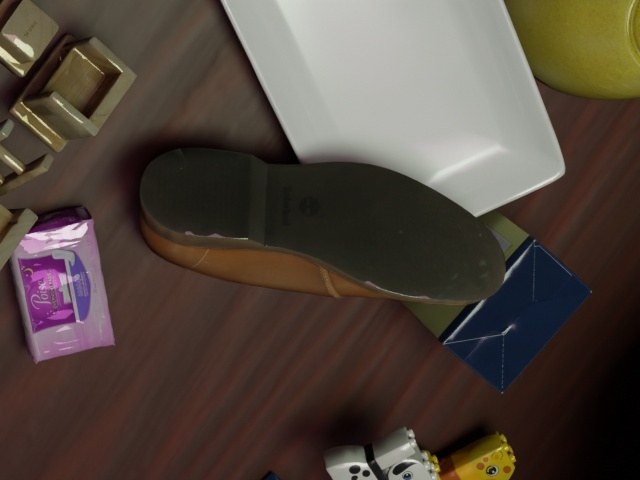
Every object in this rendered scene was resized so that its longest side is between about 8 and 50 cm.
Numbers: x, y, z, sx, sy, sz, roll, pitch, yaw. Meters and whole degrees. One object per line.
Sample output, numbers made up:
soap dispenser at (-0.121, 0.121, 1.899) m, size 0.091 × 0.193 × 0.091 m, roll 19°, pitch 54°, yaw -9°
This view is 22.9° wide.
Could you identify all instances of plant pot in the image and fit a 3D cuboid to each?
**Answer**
plant pot at (0.186, -0.138, 0.920) m, size 0.134 × 0.095 × 0.134 m, roll -6°, pitch 110°, yaw -17°

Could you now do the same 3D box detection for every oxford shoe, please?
oxford shoe at (0.000, 0.000, 0.910) m, size 0.212 × 0.076 × 0.076 m, roll 13°, pitch 61°, yaw -4°

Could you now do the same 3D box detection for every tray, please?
tray at (0.029, -0.124, 0.901) m, size 0.145 × 0.030 × 0.270 m, roll -25°, pitch 115°, yaw 2°

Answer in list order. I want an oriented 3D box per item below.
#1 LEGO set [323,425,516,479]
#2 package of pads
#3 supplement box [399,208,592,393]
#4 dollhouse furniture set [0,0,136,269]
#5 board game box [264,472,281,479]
LEGO set at (0.094, 0.182, 1.007) m, size 0.093 × 0.087 × 0.227 m, roll -28°, pitch 116°, yaw 8°
package of pads at (-0.149, 0.026, 0.901) m, size 0.050 × 0.032 × 0.083 m, roll -14°, pitch 113°, yaw -15°
supplement box at (0.102, 0.032, 0.959) m, size 0.056 × 0.083 × 0.083 m, roll 40°, pitch 93°, yaw -27°
dollhouse furniture set at (-0.221, -0.084, 0.825) m, size 0.182 × 0.101 × 0.161 m, roll 43°, pitch 67°, yaw -26°
board game box at (-0.017, 0.274, 1.026) m, size 0.160 × 0.047 × 0.210 m, roll -44°, pitch 117°, yaw 0°
